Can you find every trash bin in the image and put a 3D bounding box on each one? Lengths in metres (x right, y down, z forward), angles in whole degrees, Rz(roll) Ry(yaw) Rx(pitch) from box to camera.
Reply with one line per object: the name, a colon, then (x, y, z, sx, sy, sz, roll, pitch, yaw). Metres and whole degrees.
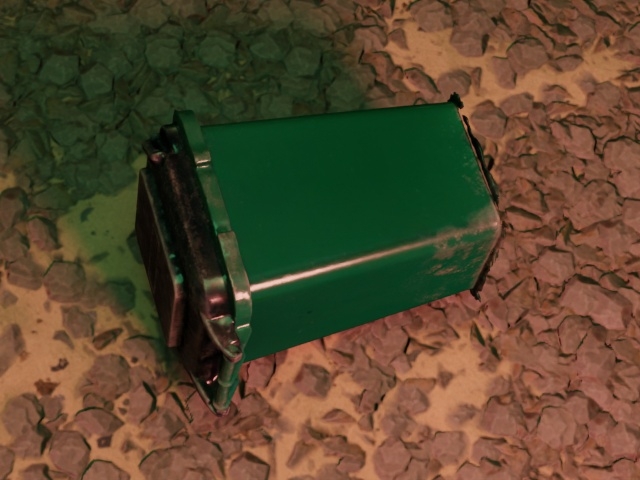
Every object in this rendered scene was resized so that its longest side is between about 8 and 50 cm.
trash bin: (0.000, 0.000, 1.941, 0.381, 0.259, 0.295, -12, 65, -13)
